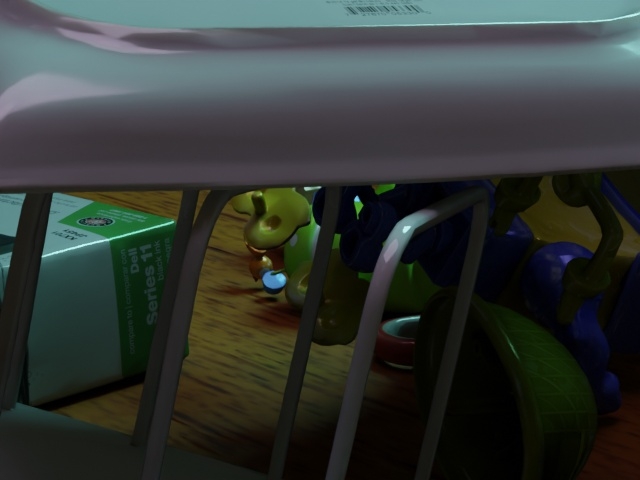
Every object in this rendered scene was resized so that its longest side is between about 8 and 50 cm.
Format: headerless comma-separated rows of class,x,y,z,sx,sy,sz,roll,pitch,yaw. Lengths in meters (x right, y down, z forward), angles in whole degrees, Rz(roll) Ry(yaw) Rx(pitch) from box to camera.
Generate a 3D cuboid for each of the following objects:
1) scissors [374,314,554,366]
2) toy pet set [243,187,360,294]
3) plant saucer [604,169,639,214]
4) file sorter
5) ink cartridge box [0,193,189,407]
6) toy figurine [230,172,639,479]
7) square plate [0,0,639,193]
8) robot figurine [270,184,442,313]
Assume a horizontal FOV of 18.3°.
scissors,0.157,0.044,1.175,0.297,0.021,0.109,-12,17,-38
toy pet set,0.000,0.000,1.321,0.122,0.065,0.114,-10,52,-19
plant saucer,0.253,-0.143,1.081,0.332,0.333,0.081,-22,34,32
file sorter,-0.092,0.038,0.785,0.277,0.173,0.193,14,10,14
ink cartridge box,-0.201,0.038,1.101,0.208,0.087,0.153,-16,20,-40
toy figurine,0.124,-0.009,1.020,0.217,0.191,0.362,10,26,-29
square plate,-0.020,-0.111,0.836,0.347,0.049,0.344,-4,26,-22
robot figurine,0.029,0.010,1.216,0.115,0.067,0.101,5,46,21
